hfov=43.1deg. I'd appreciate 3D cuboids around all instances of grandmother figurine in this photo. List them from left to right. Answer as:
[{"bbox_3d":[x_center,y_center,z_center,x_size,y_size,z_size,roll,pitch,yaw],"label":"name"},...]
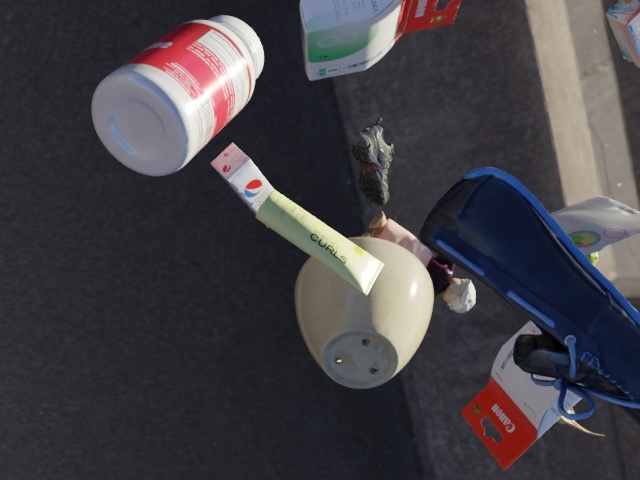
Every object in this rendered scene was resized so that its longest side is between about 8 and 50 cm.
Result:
[{"bbox_3d":[0.262,0.065,2.068,0.342,0.104,0.208,38,98,-11],"label":"grandmother figurine"}]

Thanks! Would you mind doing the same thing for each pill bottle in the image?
[{"bbox_3d":[-0.281,-0.328,1.724,0.229,0.229,0.408,57,37,-19],"label":"pill bottle"}]

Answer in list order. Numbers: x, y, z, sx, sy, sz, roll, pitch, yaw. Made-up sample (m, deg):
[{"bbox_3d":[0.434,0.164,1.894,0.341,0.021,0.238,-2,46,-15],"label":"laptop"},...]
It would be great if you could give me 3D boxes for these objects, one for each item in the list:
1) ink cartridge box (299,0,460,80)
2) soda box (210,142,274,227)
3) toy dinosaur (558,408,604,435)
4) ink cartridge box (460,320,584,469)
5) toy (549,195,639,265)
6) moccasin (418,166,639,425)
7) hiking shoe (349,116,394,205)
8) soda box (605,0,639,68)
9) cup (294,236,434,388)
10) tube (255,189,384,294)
[{"bbox_3d":[0.086,-0.285,1.086,0.224,0.181,0.056,-10,82,-1],"label":"ink cartridge box"},{"bbox_3d":[-0.154,-0.119,1.801,0.069,0.074,0.216,-43,144,-5],"label":"soda box"},{"bbox_3d":[0.577,0.418,1.923,0.053,0.183,0.092,-54,165,5],"label":"toy dinosaur"},{"bbox_3d":[0.365,0.273,1.478,0.232,0.189,0.066,-41,118,3],"label":"ink cartridge box"},{"bbox_3d":[0.314,0.012,1.062,0.237,0.137,0.056,-16,113,-15],"label":"toy"},{"bbox_3d":[0.230,0.085,0.792,0.117,0.138,0.342,-41,85,-2],"label":"moccasin"},{"bbox_3d":[0.149,-0.190,2.018,0.114,0.086,0.227,-41,136,-26],"label":"hiking shoe"},{"bbox_3d":[0.663,-0.439,1.713,0.058,0.063,0.183,-46,143,7],"label":"soda box"},{"bbox_3d":[0.094,0.192,1.822,0.331,0.331,0.237,51,23,-23],"label":"cup"},{"bbox_3d":[0.000,0.000,1.430,0.240,0.062,0.070,35,85,0],"label":"tube"}]
